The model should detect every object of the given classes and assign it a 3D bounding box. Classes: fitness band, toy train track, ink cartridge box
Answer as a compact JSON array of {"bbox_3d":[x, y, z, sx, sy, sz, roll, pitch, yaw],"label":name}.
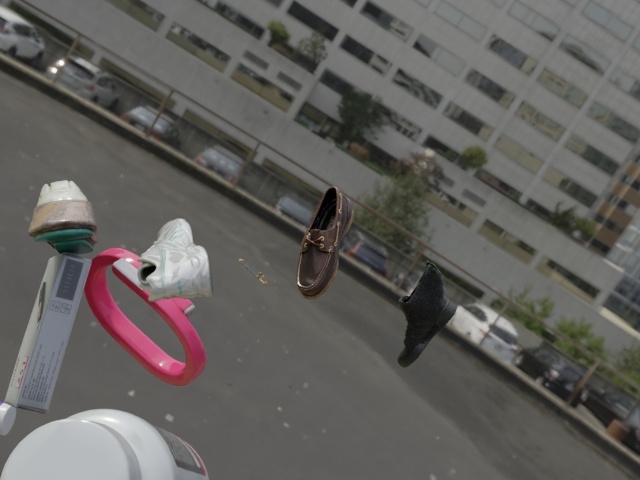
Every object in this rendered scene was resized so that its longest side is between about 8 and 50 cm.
[{"bbox_3d":[-0.317,0.138,1.334,0.291,0.209,0.054,40,47,13],"label":"fitness band"},{"bbox_3d":[-0.130,0.062,1.468,0.083,0.014,0.048,45,-7,-26],"label":"toy train track"},{"bbox_3d":[-0.511,0.168,1.352,0.060,0.275,0.239,20,-17,-29],"label":"ink cartridge box"}]

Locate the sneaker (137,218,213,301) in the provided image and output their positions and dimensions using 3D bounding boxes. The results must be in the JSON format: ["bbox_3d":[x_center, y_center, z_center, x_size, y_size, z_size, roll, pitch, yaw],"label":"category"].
[{"bbox_3d":[-0.144,0.017,0.691,0.061,0.054,0.152,-12,18,-17],"label":"sneaker"}]

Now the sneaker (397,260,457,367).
[{"bbox_3d":[0.162,0.126,1.238,0.089,0.170,0.051,38,15,0],"label":"sneaker"}]

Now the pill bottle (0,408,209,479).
[{"bbox_3d":[-0.241,0.293,0.857,0.176,0.176,0.318,35,-16,14],"label":"pill bottle"}]

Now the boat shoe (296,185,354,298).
[{"bbox_3d":[0.000,0.000,1.293,0.073,0.207,0.073,2,-33,25],"label":"boat shoe"}]

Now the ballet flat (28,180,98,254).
[{"bbox_3d":[-0.430,-0.041,1.231,0.107,0.106,0.316,-7,-5,-18],"label":"ballet flat"}]

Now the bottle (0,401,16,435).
[{"bbox_3d":[-0.797,0.354,1.564,0.282,0.092,0.118,11,36,1],"label":"bottle"}]
